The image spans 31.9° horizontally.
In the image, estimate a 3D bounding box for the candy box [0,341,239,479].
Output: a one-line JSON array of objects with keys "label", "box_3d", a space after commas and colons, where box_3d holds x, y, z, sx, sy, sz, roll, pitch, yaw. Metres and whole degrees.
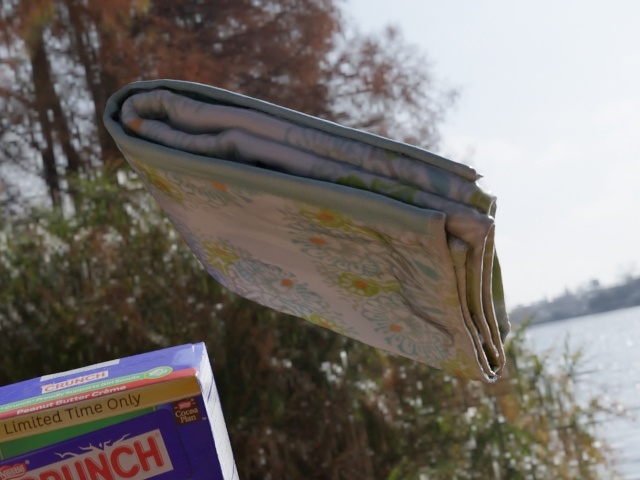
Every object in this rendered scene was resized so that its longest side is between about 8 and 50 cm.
[{"label": "candy box", "box_3d": [-0.222, 0.299, 1.226, 0.268, 0.317, 0.122, -13, 13, -2]}]

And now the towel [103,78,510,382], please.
[{"label": "towel", "box_3d": [0.000, 0.000, 1.074, 0.375, 0.090, 0.320, 19, -25, 23]}]
